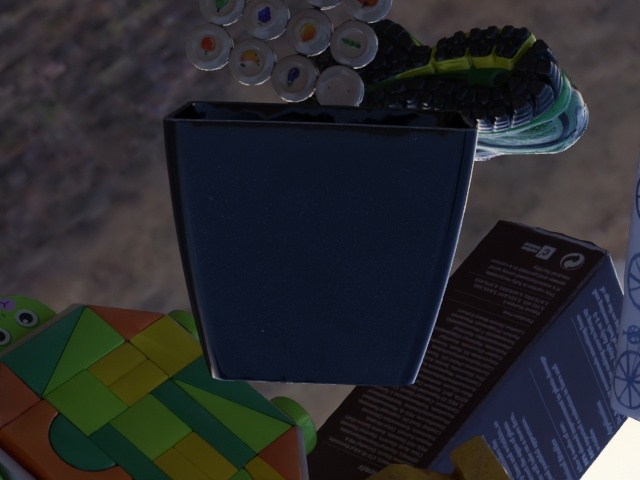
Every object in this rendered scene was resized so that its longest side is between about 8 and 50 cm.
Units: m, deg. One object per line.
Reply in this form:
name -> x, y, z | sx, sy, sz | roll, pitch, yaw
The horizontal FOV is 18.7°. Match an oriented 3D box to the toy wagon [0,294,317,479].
toy wagon -> -0.175, 0.146, 1.556 | 0.267, 0.344, 0.068 | -35, 158, -43

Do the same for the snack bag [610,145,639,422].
snack bag -> 0.277, -0.014, 0.905 | 0.037, 0.323, 0.342 | -7, -159, -37

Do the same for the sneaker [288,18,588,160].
sneaker -> 0.110, -0.132, 1.956 | 0.146, 0.344, 0.134 | 40, 67, -47

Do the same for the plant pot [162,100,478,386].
plant pot -> 0.000, 0.000, 1.240 | 0.188, 0.167, 0.187 | 1, -172, 1

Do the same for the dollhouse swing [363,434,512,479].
dollhouse swing -> 0.070, 0.398, 1.367 | 0.347, 0.305, 0.315 | -29, 131, -8

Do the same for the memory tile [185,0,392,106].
memory tile -> -0.026, -0.168, 1.500 | 0.012, 0.148, 0.113 | -1, 110, -79

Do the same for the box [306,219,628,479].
box -> 0.132, 0.184, 1.772 | 0.143, 0.191, 0.381 | 18, -124, 41
